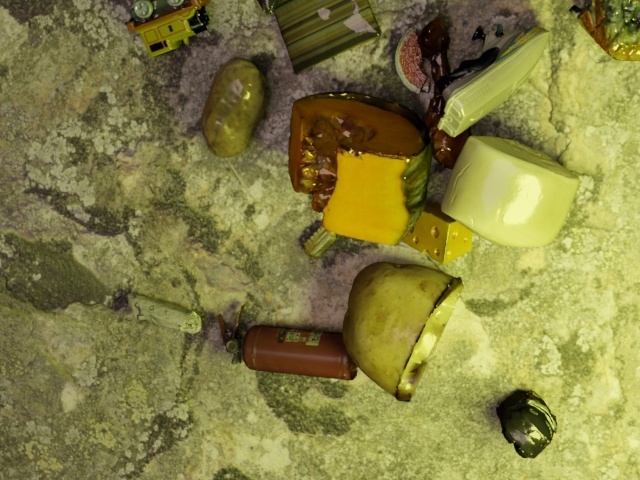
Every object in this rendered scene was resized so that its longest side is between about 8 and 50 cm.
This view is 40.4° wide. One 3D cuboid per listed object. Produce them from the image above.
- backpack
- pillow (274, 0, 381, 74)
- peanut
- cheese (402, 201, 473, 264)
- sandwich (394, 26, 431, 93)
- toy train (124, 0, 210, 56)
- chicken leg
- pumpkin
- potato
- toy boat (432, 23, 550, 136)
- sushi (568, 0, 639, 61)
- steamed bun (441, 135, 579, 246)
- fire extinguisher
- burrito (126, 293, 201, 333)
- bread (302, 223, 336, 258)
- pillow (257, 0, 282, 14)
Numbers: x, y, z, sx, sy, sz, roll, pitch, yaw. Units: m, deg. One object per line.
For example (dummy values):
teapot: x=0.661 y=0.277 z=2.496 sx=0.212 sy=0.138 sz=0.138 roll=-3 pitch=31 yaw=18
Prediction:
backpack: x=0.430 y=0.379 z=1.790 sx=0.106 sy=0.165 sz=0.120 roll=-44 pitch=91 yaw=11
pillow: x=0.000 y=-0.477 z=1.785 sx=0.208 sy=0.052 sz=0.212 roll=-19 pitch=95 yaw=26
peanut: x=-0.184 y=-0.280 z=1.853 sx=0.129 sy=0.129 sz=0.224 roll=32 pitch=119 yaw=8
cheese: x=0.218 y=-0.029 z=1.810 sx=0.171 sy=0.126 sz=0.093 roll=20 pitch=115 yaw=32
sandwich: x=0.184 y=-0.363 z=1.766 sx=0.067 sy=0.029 sz=0.135 roll=-6 pitch=99 yaw=13
toy train: x=-0.319 y=-0.476 z=1.872 sx=0.219 sy=0.089 sz=0.127 roll=-15 pitch=108 yaw=19
chicken leg: x=0.247 y=-0.289 z=1.733 sx=0.093 sy=0.113 sz=0.304 roll=-7 pitch=93 yaw=45
pumpkin: x=0.080 y=-0.152 z=1.721 sx=0.303 sy=0.256 sz=0.225 roll=56 pitch=142 yaw=43
potato: x=0.153 y=0.165 z=1.809 sx=0.242 sy=0.242 sz=0.286 roll=23 pitch=112 yaw=11
toy boat: x=0.316 y=-0.319 z=1.644 sx=0.140 sy=0.141 sz=0.269 roll=37 pitch=74 yaw=6
sushi: x=0.596 y=-0.419 z=1.564 sx=0.274 sy=0.139 sz=0.184 roll=-11 pitch=97 yaw=13
steamed bun: x=0.370 y=-0.083 z=1.674 sx=0.250 sy=0.155 sz=0.200 roll=17 pitch=106 yaw=-13
fire extinguisher: x=-0.081 y=0.225 z=1.953 sx=0.336 sy=0.106 sz=0.147 roll=4 pitch=79 yaw=16
burrito: x=-0.373 y=0.175 z=2.050 sx=0.203 sy=0.064 sz=0.064 roll=13 pitch=106 yaw=16
bread: x=0.000 y=0.000 z=1.906 sx=0.049 sy=0.033 sz=0.088 roll=47 pitch=108 yaw=18
pillow: x=-0.074 y=-0.589 z=1.731 sx=0.250 sy=0.106 sz=0.186 roll=-50 pitch=50 yaw=13
